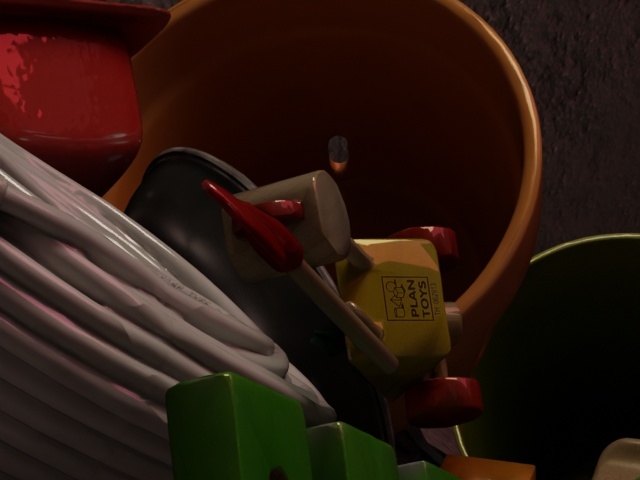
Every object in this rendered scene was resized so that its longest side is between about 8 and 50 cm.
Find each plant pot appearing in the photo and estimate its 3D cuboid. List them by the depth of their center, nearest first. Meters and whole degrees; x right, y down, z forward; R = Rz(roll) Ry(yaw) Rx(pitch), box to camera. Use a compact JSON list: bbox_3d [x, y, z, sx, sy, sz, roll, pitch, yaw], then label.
[{"bbox_3d":[0.000,0.000,1.085,0.291,0.291,0.203,35,-16,25],"label":"plant pot"},{"bbox_3d":[0.250,0.185,1.398,0.275,0.275,0.293,35,-20,25],"label":"plant pot"}]

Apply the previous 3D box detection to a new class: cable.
[{"bbox_3d":[-0.111,0.021,0.621,0.257,0.089,0.257,36,-1,-20],"label":"cable"}]

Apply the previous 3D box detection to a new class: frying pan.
[{"bbox_3d":[-0.078,0.016,0.841,0.326,0.053,0.197,40,-33,34],"label":"frying pan"}]

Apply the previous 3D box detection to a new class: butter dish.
[{"bbox_3d":[-0.153,-0.036,0.817,0.160,0.160,0.118,-5,67,-54],"label":"butter dish"}]

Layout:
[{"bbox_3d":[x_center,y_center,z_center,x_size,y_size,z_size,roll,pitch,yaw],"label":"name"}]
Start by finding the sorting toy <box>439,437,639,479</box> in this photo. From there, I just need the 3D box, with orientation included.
[{"bbox_3d":[0.205,0.182,1.027,0.307,0.041,0.229,5,25,18],"label":"sorting toy"}]

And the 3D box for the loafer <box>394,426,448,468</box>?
[{"bbox_3d":[0.040,0.129,1.241,0.223,0.078,0.076,35,1,-39],"label":"loafer"}]

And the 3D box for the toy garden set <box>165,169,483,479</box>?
[{"bbox_3d":[0.005,0.073,0.510,0.244,0.049,0.204,35,44,-62],"label":"toy garden set"}]
